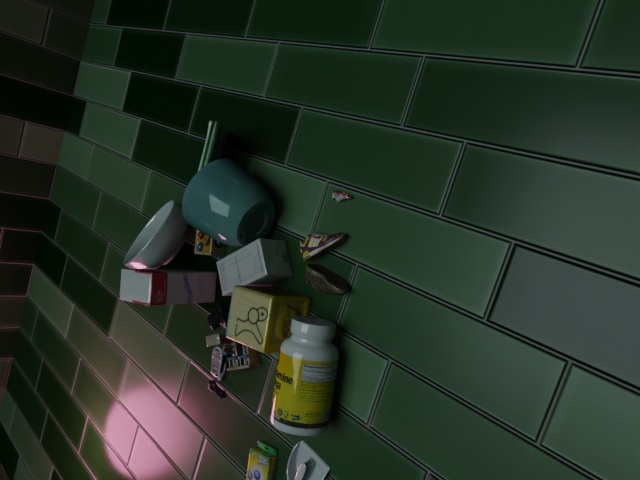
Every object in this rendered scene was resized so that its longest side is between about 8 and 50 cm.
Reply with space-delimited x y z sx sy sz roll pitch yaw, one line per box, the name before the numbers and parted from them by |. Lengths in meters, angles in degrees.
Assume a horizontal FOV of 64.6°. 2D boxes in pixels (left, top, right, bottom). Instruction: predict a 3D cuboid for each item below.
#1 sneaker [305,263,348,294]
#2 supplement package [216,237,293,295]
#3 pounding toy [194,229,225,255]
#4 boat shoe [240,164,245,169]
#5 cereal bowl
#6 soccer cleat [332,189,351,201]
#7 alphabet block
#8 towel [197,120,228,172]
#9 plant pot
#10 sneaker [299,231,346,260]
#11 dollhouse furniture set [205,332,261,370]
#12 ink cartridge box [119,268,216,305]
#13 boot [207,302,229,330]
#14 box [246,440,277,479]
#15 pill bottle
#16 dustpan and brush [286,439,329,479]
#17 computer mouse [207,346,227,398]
sneaker | 0.020 0.143 1.657 0.188 0.066 0.071 33 123 43
supplement package | -0.240 0.101 1.824 0.244 0.134 0.139 -26 70 36
pounding toy | -0.444 -0.006 2.033 0.141 0.100 0.130 3 87 41
boat shoe | -0.340 -0.236 2.007 0.133 0.049 0.042 -57 46 15
cereal bowl | -0.678 0.001 2.161 0.339 0.141 0.339 -40 26 24
soccer cleat | 0.069 -0.142 1.662 0.083 0.029 0.036 21 107 43
alphabet block | -0.176 0.261 1.713 0.197 0.193 0.192 11 94 41
towel | -0.413 -0.322 1.947 0.325 0.038 0.248 -134 57 -84
plant pot | -0.305 -0.112 1.821 0.235 0.293 0.293 33 106 28
sneaker | 0.000 0.000 1.675 0.185 0.069 0.084 -29 72 33
dollhouse furniture set | -0.329 0.404 1.831 0.129 0.183 0.129 -19 73 38
ink cartridge box | -0.600 0.181 2.009 0.226 0.306 0.131 1 86 41
boot | -0.399 0.316 1.994 0.099 0.045 0.121 -49 49 22
box | -0.207 0.806 1.773 0.105 0.043 0.179 6 87 40
pill bottle | -0.045 0.416 1.585 0.188 0.188 0.334 9 90 41
dustpan and brush | -0.072 0.784 1.646 0.147 0.060 0.211 31 105 38
computer mouse | -0.392 0.506 1.969 0.106 0.042 0.193 17 101 45
